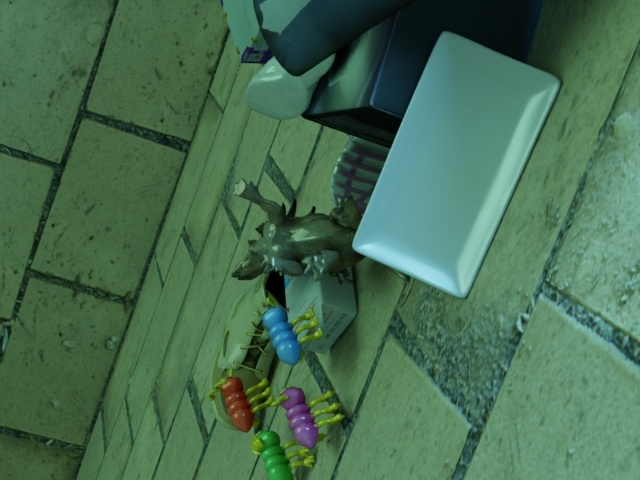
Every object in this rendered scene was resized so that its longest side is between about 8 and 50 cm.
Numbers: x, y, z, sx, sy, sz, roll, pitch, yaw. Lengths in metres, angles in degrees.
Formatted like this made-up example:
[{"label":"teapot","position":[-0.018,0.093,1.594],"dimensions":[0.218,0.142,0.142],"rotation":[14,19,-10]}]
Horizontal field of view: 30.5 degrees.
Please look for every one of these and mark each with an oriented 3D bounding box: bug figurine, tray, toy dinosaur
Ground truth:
[{"label":"bug figurine","position":[-0.066,0.224,1.649],"dimensions":[0.216,0.072,0.279],"rotation":[63,143,27]},{"label":"tray","position":[0.150,-0.083,1.315],"dimensions":[0.270,0.145,0.030],"rotation":[-68,-10,16]},{"label":"toy dinosaur","position":[0.000,0.000,1.612],"dimensions":[0.200,0.295,0.127],"rotation":[20,-104,-67]}]

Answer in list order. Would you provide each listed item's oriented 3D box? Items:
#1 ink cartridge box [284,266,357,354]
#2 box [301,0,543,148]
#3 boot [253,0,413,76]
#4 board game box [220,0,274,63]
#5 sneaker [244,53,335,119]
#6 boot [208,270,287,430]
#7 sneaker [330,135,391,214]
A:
[{"label":"ink cartridge box","position":[0.000,0.090,1.709],"dimensions":[0.104,0.061,0.181],"rotation":[-54,29,39]},{"label":"box","position":[0.130,-0.274,1.472],"dimensions":[0.294,0.182,0.296],"rotation":[-170,97,-72]},{"label":"boot","position":[0.126,-0.292,1.167],"dimensions":[0.445,0.146,0.367],"rotation":[-22,40,22]},{"label":"board game box","position":[0.014,-0.348,1.694],"dimensions":[0.142,0.275,0.144],"rotation":[-53,48,50]},{"label":"sneaker","position":[-0.026,-0.232,1.515],"dimensions":[0.212,0.080,0.094],"rotation":[-37,28,55]},{"label":"boot","position":[-0.099,0.164,1.928],"dimensions":[0.203,0.095,0.262],"rotation":[-47,26,53]},{"label":"sneaker","position":[0.080,-0.146,1.677],"dimensions":[0.104,0.095,0.236],"rotation":[180,111,-80]}]
